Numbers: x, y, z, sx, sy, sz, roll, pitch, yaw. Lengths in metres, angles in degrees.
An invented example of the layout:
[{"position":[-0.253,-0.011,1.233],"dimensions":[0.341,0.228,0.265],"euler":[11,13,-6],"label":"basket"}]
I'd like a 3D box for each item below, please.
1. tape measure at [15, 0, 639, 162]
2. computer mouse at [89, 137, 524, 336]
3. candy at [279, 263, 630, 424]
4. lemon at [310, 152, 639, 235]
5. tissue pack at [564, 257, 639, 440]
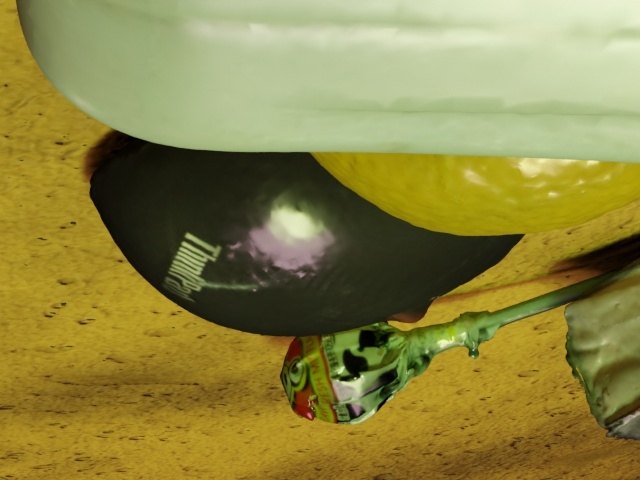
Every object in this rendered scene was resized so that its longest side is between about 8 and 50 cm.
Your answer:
[{"position":[0.049,-0.113,0.417],"dimensions":[0.243,0.246,0.125],"euler":[3,138,-4],"label":"tape measure"},{"position":[0.000,0.000,0.957],"dimensions":[0.170,0.100,0.269],"euler":[-21,159,34],"label":"computer mouse"},{"position":[0.117,0.065,1.274],"dimensions":[0.305,0.083,0.091],"euler":[-18,160,-3],"label":"candy"},{"position":[0.070,-0.093,0.605],"dimensions":[0.187,0.187,0.244],"euler":[-21,-170,28],"label":"lemon"},{"position":[0.398,0.066,1.308],"dimensions":[0.288,0.124,0.394],"euler":[-28,156,26],"label":"tissue pack"}]
